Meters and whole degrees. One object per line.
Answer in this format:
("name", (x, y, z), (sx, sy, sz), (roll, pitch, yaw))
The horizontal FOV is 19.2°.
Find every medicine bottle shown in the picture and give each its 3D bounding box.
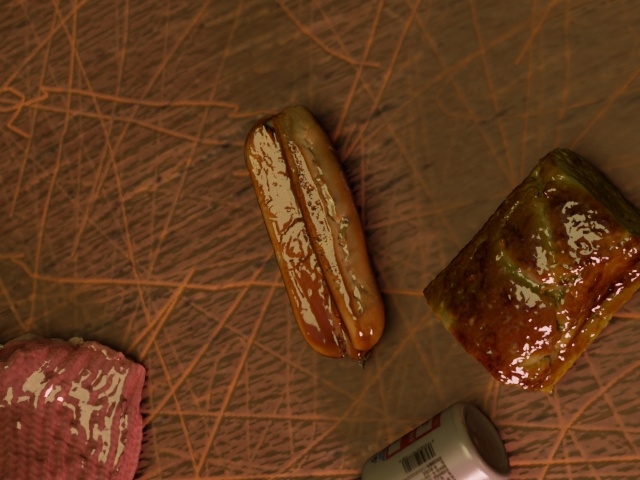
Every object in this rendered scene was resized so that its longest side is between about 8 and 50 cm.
("medicine bottle", (0.085, 0.202, 1.600), (0.140, 0.079, 0.079), (-35, 81, 22))

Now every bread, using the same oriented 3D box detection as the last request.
("bread", (0.182, 0.025, 1.531), (0.132, 0.103, 0.172), (47, 113, 19))

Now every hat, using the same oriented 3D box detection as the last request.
("hat", (-0.282, 0.228, 1.739), (0.237, 0.107, 0.286), (2, 83, 12))

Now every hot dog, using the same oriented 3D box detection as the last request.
("hot dog", (0.000, 0.000, 1.627), (0.092, 0.062, 0.235), (-13, 95, 39))
